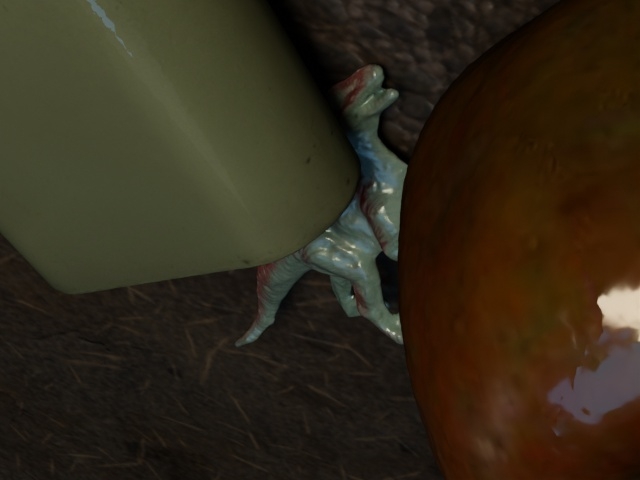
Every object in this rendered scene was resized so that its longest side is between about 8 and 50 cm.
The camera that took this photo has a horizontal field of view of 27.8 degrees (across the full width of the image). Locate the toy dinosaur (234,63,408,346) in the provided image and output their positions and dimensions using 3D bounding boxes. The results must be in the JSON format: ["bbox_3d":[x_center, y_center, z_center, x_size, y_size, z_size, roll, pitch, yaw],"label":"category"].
[{"bbox_3d":[0.000,0.000,0.812,0.242,0.053,0.167,-24,114,44],"label":"toy dinosaur"}]

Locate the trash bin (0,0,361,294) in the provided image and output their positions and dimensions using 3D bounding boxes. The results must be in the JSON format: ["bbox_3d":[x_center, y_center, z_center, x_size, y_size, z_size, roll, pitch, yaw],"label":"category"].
[{"bbox_3d":[-0.131,-0.094,0.687,0.243,0.121,0.247,-9,130,33],"label":"trash bin"}]

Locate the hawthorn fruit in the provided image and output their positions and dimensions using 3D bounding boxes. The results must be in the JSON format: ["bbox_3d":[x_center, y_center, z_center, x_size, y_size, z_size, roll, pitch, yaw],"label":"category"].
[{"bbox_3d":[0.158,0.029,0.570,0.268,0.301,0.267,10,136,10],"label":"hawthorn fruit"}]
